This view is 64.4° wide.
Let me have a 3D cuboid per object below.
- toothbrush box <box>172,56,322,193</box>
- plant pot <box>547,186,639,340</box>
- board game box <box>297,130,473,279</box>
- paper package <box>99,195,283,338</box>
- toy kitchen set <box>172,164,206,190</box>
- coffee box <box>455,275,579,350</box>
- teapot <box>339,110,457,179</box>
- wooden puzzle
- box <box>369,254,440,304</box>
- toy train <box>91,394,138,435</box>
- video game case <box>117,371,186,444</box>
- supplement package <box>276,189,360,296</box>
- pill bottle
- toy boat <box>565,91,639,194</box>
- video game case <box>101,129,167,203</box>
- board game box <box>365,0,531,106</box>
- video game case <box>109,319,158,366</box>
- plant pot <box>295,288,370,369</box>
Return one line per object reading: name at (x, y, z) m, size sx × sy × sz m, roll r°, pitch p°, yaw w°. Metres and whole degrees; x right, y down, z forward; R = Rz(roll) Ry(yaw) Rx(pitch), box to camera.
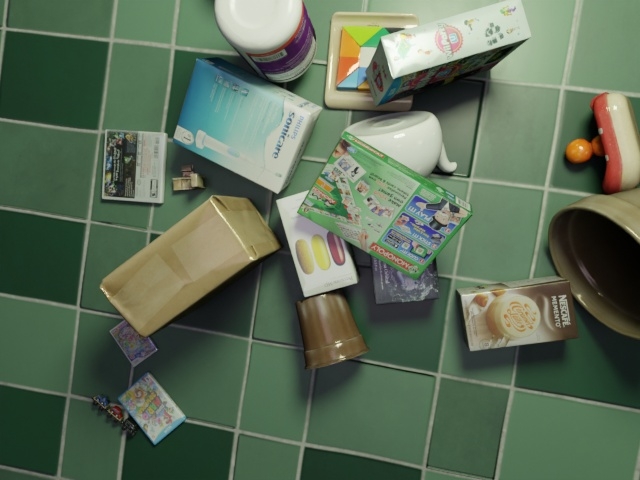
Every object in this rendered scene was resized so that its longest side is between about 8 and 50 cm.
toothbrush box at (-0.177, -0.282, 1.239) m, size 0.296 × 0.126 × 0.216 m, roll 26°, pitch 115°, yaw 4°
plant pot at (0.719, 0.010, 1.098) m, size 0.281 × 0.323 × 0.323 m, roll -27°, pitch 88°, yaw -9°
board game box at (0.135, -0.069, 1.114) m, size 0.317 × 0.046 × 0.213 m, roll 30°, pitch 124°, yaw -6°
paper package at (-0.286, 0.051, 1.212) m, size 0.325 × 0.309 × 0.168 m, roll -36°, pitch 89°, yaw 8°
toy kitchen set at (-0.353, -0.169, 1.331) m, size 0.084 × 0.075 × 0.068 m, roll -4°, pitch 90°, yaw 4°
coffee box at (0.465, 0.172, 1.219) m, size 0.247 × 0.098 × 0.141 m, roll -10°, pitch 91°, yaw 8°
teapot at (0.167, -0.185, 1.194) m, size 0.256 × 0.252 × 0.186 m, roll -1°, pitch 116°, yaw 25°
wooden puzzle at (0.127, -0.449, 1.271) m, size 0.221 × 0.044 × 0.238 m, roll 5°, pitch 93°, yaw 7°
box at (0.205, 0.070, 1.255) m, size 0.159 × 0.093 × 0.155 m, roll -7°, pitch 91°, yaw 7°
toy train at (-0.569, 0.479, 1.409) m, size 0.158 × 0.027 × 0.036 m, roll 37°, pitch 93°, yaw 5°
video game case at (-0.464, 0.462, 1.400) m, size 0.119 × 0.015 × 0.166 m, roll -41°, pitch 87°, yaw 7°
supplement package at (0.000, 0.000, 1.259) m, size 0.139 × 0.134 × 0.243 m, roll -17°, pitch 90°, yaw 9°
pill bottle at (-0.109, -0.474, 1.161) m, size 0.182 × 0.323 × 0.181 m, roll 0°, pitch 92°, yaw 8°
toy boat at (0.649, -0.216, 1.176) m, size 0.151 × 0.151 × 0.230 m, roll -14°, pitch 89°, yaw 38°
video game case at (-0.504, -0.201, 1.379) m, size 0.173 × 0.022 × 0.190 m, roll 5°, pitch 94°, yaw 7°
board game box at (0.269, -0.413, 1.136) m, size 0.304 × 0.224 × 0.097 m, roll -17°, pitch 91°, yaw -3°
video game case at (-0.514, 0.275, 1.402) m, size 0.087 × 0.011 × 0.122 m, roll -36°, pitch 87°, yaw 7°
plant pot at (0.020, 0.214, 1.259) m, size 0.167 × 0.167 × 0.165 m, roll -17°, pitch 82°, yaw 8°
